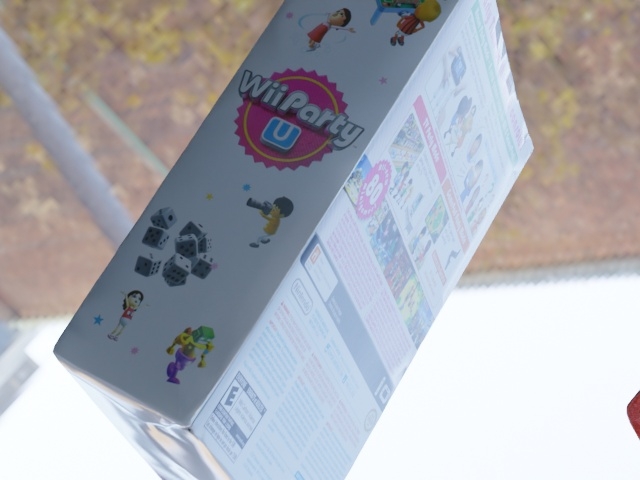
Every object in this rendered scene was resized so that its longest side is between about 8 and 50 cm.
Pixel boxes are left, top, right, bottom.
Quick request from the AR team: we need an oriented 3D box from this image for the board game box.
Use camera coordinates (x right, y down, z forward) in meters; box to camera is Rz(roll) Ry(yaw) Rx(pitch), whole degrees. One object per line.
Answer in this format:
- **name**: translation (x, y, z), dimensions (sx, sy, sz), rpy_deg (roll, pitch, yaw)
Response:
- **board game box**: translation (0.000, 0.000, 1.088), dimensions (0.097, 0.224, 0.303), rpy_deg (25, -108, 23)

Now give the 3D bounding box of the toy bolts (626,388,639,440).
- **toy bolts**: translation (0.242, 0.092, 0.818), dimensions (0.218, 0.228, 0.158), rpy_deg (-54, 170, 35)
